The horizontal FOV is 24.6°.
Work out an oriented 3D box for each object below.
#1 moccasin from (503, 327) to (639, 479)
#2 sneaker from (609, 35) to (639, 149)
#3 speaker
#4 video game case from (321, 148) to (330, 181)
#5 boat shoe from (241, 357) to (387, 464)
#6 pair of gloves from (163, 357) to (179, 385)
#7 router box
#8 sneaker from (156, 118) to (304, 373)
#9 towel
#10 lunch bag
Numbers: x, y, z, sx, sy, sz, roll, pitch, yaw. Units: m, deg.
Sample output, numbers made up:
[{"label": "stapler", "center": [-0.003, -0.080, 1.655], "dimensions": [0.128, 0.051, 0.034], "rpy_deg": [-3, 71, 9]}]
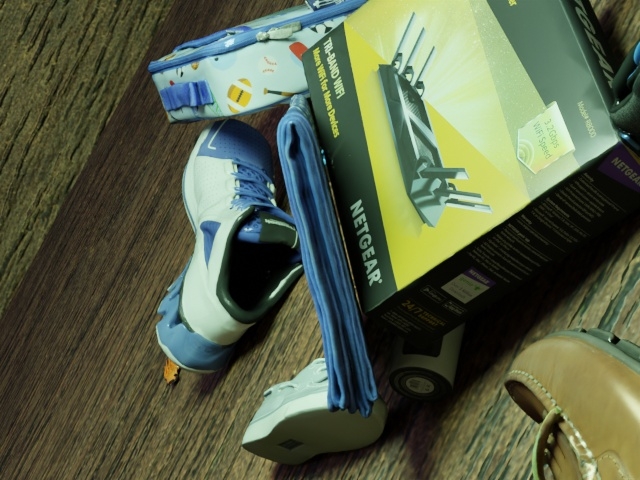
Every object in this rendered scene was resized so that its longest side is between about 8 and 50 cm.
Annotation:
[{"label": "moccasin", "center": [0.187, 0.163, 0.784], "dimensions": [0.147, 0.139, 0.380], "rpy_deg": [-49, 30, 5]}, {"label": "sneaker", "center": [0.271, -0.105, 0.948], "dimensions": [0.217, 0.121, 0.079], "rpy_deg": [-35, 32, 50]}, {"label": "speaker", "center": [0.096, 0.066, 1.240], "dimensions": [0.055, 0.055, 0.136], "rpy_deg": [-37, 30, 48]}, {"label": "video game case", "center": [0.045, -0.129, 1.600], "dimensions": [0.166, 0.015, 0.119], "rpy_deg": [-55, -11, 23]}, {"label": "boat shoe", "center": [-0.005, 0.146, 1.337], "dimensions": [0.227, 0.079, 0.081], "rpy_deg": [-31, 38, 59]}, {"label": "pair of gloves", "center": [-0.173, 0.142, 1.860], "dimensions": [0.083, 0.010, 0.074], "rpy_deg": [-54, 19, 9]}, {"label": "router box", "center": [0.119, -0.102, 1.193], "dimensions": [0.243, 0.081, 0.309], "rpy_deg": [-36, 44, 24]}, {"label": "sneaker", "center": [-0.078, -0.011, 1.703], "dimensions": [0.182, 0.127, 0.316], "rpy_deg": [-33, 40, 46]}, {"label": "towel", "center": [0.000, 0.000, 1.254], "dimensions": [0.336, 0.040, 0.243], "rpy_deg": [-93, -10, -82]}, {"label": "lunch bag", "center": [-0.074, -0.215, 1.783], "dimensions": [0.243, 0.115, 0.303], "rpy_deg": [-20, 8, -22]}]
